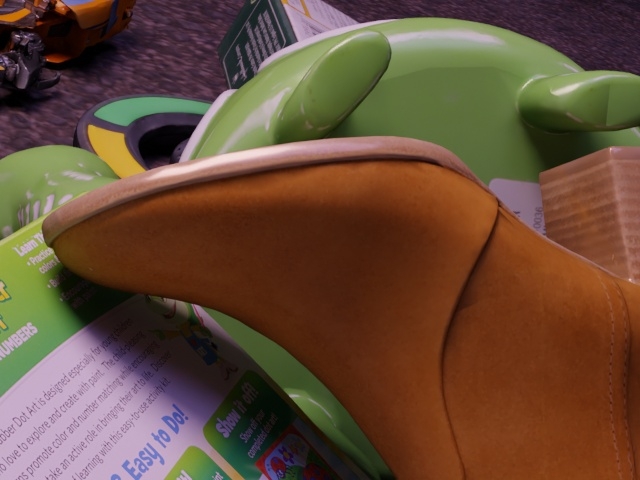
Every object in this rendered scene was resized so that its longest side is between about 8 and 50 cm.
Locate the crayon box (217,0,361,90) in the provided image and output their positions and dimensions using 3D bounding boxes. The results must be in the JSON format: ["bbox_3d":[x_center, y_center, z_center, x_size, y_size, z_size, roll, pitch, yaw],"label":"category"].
[{"bbox_3d":[0.086,-0.060,0.981,0.322,0.083,0.203,27,20,-22],"label":"crayon box"}]

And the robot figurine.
[{"bbox_3d":[-0.275,-0.194,1.042,0.211,0.085,0.291,25,25,12],"label":"robot figurine"}]

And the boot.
[{"bbox_3d":[0.046,0.072,0.523,0.295,0.211,0.104,-3,-10,-22],"label":"boot"}]

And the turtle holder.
[{"bbox_3d":[0.012,0.015,0.702,0.320,0.243,0.227,-25,13,-10],"label":"turtle holder"}]

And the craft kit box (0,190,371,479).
[{"bbox_3d":[-0.059,0.111,0.470,0.247,0.061,0.250,49,19,-3],"label":"craft kit box"}]

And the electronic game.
[{"bbox_3d":[-0.062,-0.047,0.943,0.229,0.048,0.229,16,24,-8],"label":"electronic game"}]
